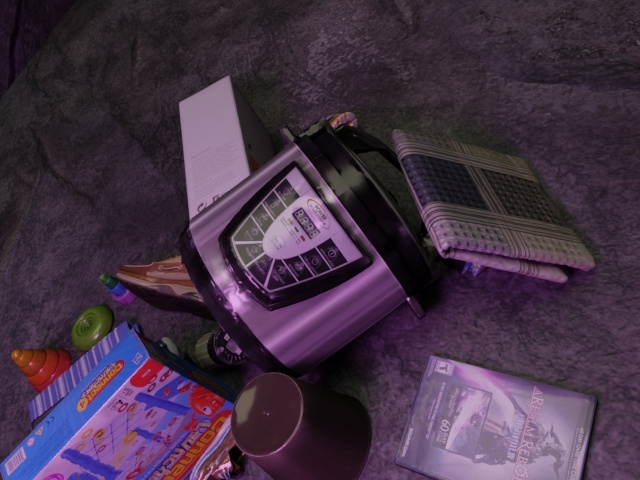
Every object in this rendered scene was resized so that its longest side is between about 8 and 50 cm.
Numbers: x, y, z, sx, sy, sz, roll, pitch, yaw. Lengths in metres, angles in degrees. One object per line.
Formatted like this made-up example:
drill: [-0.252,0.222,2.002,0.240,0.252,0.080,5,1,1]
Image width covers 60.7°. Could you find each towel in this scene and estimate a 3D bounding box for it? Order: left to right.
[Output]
towel: [-0.537,0.372,1.289,0.336,0.040,0.243,-40,50,1]
towel: [0.296,-0.066,0.975,0.312,0.324,0.056,-104,31,-43]

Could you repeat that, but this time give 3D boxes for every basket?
basket: [-0.033,0.316,0.902,0.154,0.227,0.204,14,65,36]

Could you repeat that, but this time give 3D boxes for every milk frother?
milk frother: [-0.167,0.233,1.136,0.129,0.143,0.135,-36,3,-33]

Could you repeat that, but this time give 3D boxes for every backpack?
backpack: [0.294,0.006,1.022,0.084,0.105,0.114,37,78,19]

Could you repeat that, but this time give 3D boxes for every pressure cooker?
pressure cooker: [0.000,-0.001,1.017,0.420,0.370,0.375,-35,36,2]

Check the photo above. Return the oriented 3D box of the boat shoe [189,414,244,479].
boat shoe: [-0.182,0.416,1.024,0.066,0.066,0.183,14,66,35]

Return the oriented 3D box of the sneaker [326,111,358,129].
sneaker: [-0.001,-0.248,1.395,0.215,0.084,0.083,-40,34,-6]

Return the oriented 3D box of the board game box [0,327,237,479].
board game box: [-0.338,0.355,0.999,0.308,0.302,0.086,-47,48,-7]

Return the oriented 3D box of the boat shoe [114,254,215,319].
boat shoe: [-0.346,0.100,1.322,0.324,0.122,0.120,10,58,26]

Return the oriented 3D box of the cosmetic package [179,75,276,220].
cosmetic package: [-0.208,-0.172,1.352,0.162,0.230,0.453,-26,49,11]

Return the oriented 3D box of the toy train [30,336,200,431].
toy train: [-0.396,0.330,1.090,0.334,0.190,0.142,-37,59,-17]

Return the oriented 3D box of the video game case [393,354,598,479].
video game case: [0.272,0.306,0.870,0.274,0.026,0.196,8,62,35]

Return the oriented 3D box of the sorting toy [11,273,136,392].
sorting toy: [-0.636,0.219,1.390,0.365,0.126,0.127,-46,48,-6]
